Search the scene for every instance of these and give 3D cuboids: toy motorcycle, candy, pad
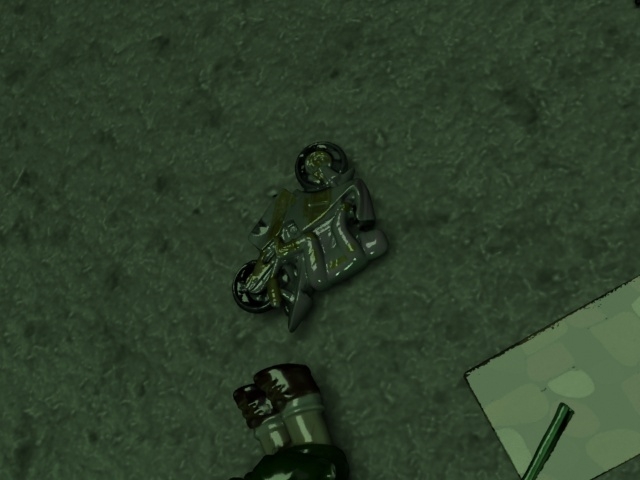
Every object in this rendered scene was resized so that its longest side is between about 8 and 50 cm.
[{"bbox_3d":[0.000,0.000,0.930,0.152,0.073,0.225,25,83,20],"label":"toy motorcycle"},{"bbox_3d":[0.182,0.277,0.795,0.077,0.073,0.262,20,75,51],"label":"candy"},{"bbox_3d":[0.286,0.150,0.828,0.235,0.003,0.158,-31,67,7],"label":"pad"}]

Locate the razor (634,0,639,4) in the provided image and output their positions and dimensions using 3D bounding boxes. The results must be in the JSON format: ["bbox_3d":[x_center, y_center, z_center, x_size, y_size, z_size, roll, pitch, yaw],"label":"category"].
[{"bbox_3d":[0.481,-0.307,0.879,0.253,0.042,0.082,3,74,18],"label":"razor"}]

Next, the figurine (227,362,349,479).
[{"bbox_3d":[-0.017,0.312,0.801,0.281,0.167,0.370,-42,50,40],"label":"figurine"}]
